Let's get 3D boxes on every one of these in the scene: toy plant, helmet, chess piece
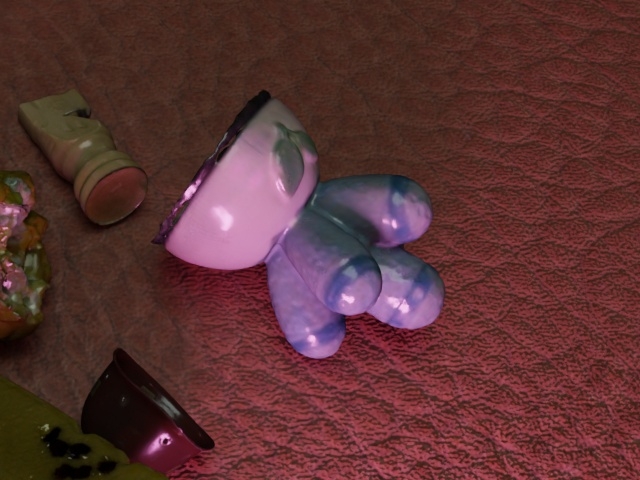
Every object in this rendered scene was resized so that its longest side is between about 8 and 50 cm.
[{"bbox_3d":[0.000,0.000,1.661,0.332,0.247,0.247,35,58,-1],"label":"toy plant"},{"bbox_3d":[-0.203,0.208,1.527,0.106,0.175,0.155,-46,101,-6],"label":"helmet"},{"bbox_3d":[-0.302,-0.117,1.753,0.090,0.090,0.200,-26,55,-24],"label":"chess piece"}]

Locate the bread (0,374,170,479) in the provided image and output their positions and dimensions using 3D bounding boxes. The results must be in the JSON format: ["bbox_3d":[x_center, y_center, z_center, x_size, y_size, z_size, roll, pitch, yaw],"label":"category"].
[{"bbox_3d":[-0.282,0.248,1.438,0.361,0.077,0.138,22,46,36],"label":"bread"}]

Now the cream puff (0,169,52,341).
[{"bbox_3d":[-0.394,0.006,1.597,0.195,0.221,0.194,-2,22,1],"label":"cream puff"}]
